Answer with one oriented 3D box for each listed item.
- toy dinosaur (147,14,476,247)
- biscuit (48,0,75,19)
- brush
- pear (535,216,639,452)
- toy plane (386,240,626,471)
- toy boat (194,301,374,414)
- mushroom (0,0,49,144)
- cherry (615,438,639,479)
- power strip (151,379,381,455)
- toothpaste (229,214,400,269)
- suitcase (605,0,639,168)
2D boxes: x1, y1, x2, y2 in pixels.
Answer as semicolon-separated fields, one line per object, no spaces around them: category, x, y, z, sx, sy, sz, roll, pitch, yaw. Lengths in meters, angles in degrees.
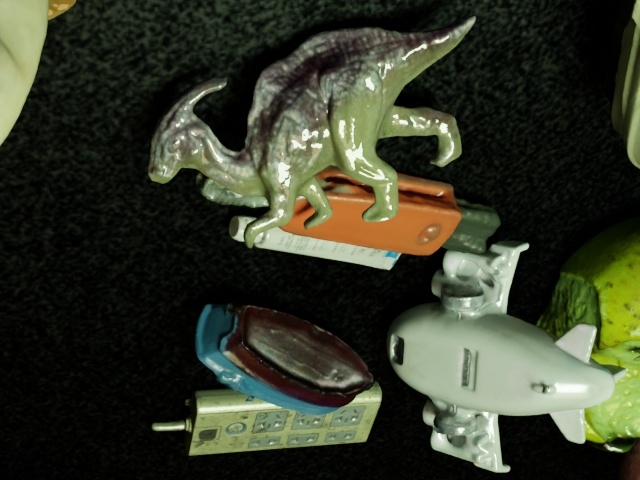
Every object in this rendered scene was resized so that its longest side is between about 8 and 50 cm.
toy dinosaur;0.004;-0.089;0.913;0.294;0.077;0.162;-26;115;-10
biscuit;-0.140;-0.271;0.725;0.202;0.044;0.289;30;119;-35
brush;0.033;-0.036;1.020;0.323;0.051;0.070;9;136;-31
pear;0.383;0.092;1.188;0.239;0.164;0.255;-1;132;-16
toy plane;0.183;0.124;1.122;0.118;0.252;0.252;-15;148;-54
toy boat;-0.042;0.131;1.125;0.097;0.100;0.223;-22;143;40
mushroom;-0.329;-0.117;0.670;0.315;0.314;0.336;-7;157;-13
cherry;0.506;0.275;1.373;0.261;0.221;0.307;-7;123;-23
power strip;-0.059;0.202;1.227;0.268;0.034;0.092;-1;134;-19
toothpaste;0.000;0.000;1.055;0.191;0.031;0.048;9;127;-31
suitcase;0.413;-0.175;0.915;0.352;0.193;0.339;-13;142;-5
